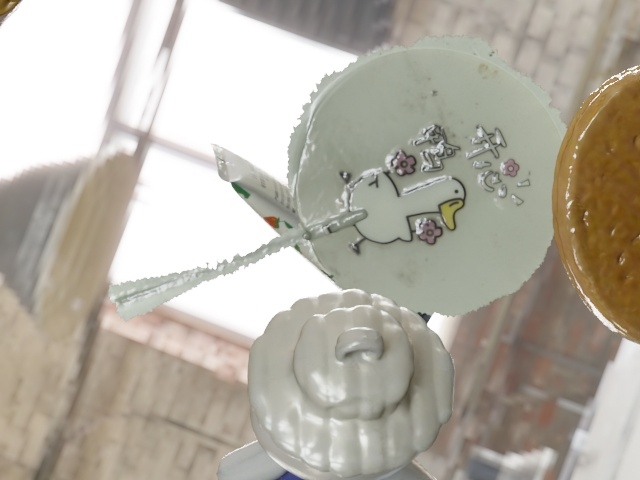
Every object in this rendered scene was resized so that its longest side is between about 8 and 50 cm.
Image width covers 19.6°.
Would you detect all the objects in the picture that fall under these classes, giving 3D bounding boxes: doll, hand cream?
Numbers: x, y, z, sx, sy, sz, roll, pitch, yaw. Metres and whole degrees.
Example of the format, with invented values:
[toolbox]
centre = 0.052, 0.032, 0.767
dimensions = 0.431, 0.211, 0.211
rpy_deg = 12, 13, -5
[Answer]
[doll]
centre = 0.008, 0.126, 1.118
dimensions = 0.293, 0.138, 0.119
rpy_deg = 99, 179, -58
[hand cream]
centre = 0.000, 0.000, 1.799
dimensions = 0.059, 0.276, 0.095
rpy_deg = -47, 22, 12

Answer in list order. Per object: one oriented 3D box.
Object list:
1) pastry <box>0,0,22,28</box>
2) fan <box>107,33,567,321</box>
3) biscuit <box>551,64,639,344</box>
[pastry]
centre = -0.431, -0.286, 1.789
dimensions = 0.284, 0.316, 0.184
rpy_deg = 33, -142, -44
[fan]
centre = 0.011, -0.013, 1.519
dimensions = 0.233, 0.415, 0.012
rpy_deg = 64, -165, -9
[biscuit]
centre = 0.284, -0.010, 1.237
dimensions = 0.202, 0.289, 0.044
rpy_deg = -68, 20, 4
